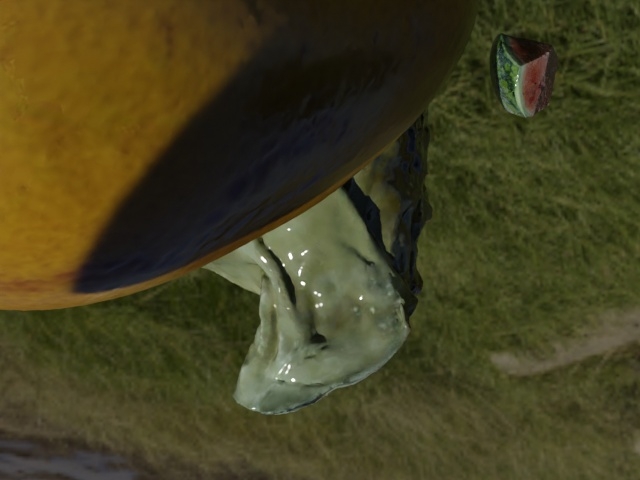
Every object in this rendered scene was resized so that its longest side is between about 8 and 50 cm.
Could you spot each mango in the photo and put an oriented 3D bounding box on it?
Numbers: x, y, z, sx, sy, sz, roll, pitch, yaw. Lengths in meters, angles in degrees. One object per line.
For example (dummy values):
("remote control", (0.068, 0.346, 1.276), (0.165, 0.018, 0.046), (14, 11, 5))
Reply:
("mango", (-0.079, -0.097, 0.486), (0.378, 0.221, 0.264), (-17, 154, -34))

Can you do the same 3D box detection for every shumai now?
("shumai", (0.000, 0.000, 0.937), (0.291, 0.289, 0.330), (22, 130, -31))

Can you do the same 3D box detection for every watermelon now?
("watermelon", (0.215, -0.179, 1.027), (0.072, 0.092, 0.085), (0, 125, -15))
